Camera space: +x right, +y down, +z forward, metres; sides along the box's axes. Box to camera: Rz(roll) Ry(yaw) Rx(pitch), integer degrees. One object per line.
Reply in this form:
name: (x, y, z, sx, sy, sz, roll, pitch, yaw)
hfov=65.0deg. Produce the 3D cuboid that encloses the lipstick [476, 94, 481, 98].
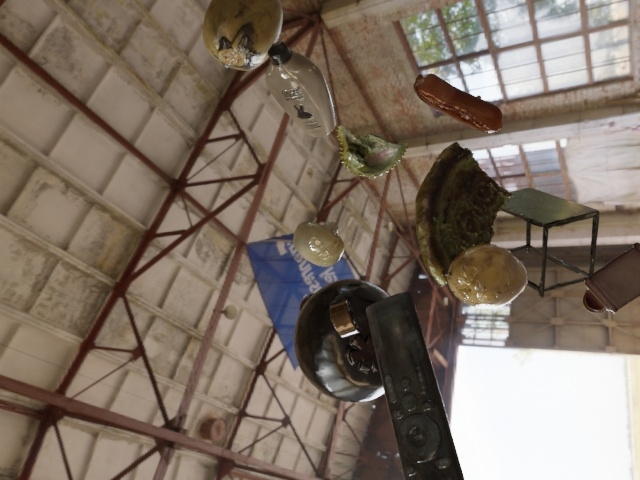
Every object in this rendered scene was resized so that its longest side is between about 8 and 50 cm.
lipstick: (0.556, -0.489, 1.818, 0.094, 0.019, 0.019, -55, -45, -20)

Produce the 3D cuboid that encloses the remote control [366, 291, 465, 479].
remote control: (0.169, 0.281, 0.935, 0.044, 0.107, 0.377, 28, -138, -45)

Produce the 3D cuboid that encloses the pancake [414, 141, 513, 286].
pancake: (0.417, -0.069, 1.499, 0.305, 0.067, 0.426, 26, -101, -13)

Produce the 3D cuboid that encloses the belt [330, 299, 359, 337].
belt: (0.039, 0.130, 0.827, 0.083, 0.036, 0.059, 28, -139, -80)

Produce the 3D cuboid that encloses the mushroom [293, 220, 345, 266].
mushroom: (0.000, 0.000, 1.370, 0.122, 0.154, 0.154, -54, -45, -19)

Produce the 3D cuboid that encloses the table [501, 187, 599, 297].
table: (0.770, -0.004, 1.799, 0.223, 0.335, 0.272, -13, -68, -14)

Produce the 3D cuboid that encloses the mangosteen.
mangosteen: (0.086, 0.310, 1.622, 0.383, 0.435, 0.381, -1, -88, -15)

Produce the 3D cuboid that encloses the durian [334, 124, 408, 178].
durian: (0.172, -0.340, 1.917, 0.307, 0.166, 0.172, 18, -115, -26)

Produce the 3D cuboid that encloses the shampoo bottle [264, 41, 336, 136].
shampoo bottle: (-0.043, -0.324, 1.086, 0.257, 0.127, 0.078, 51, -135, -56)

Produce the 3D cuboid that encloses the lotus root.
lotus root: (-0.180, -0.566, 1.255, 0.183, 0.183, 0.309, 44, -123, -48)

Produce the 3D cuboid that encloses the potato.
potato: (0.408, 0.093, 1.203, 0.235, 0.128, 0.161, 31, -89, -35)

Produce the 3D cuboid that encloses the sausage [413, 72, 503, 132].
sausage: (0.418, -0.414, 1.531, 0.089, 0.300, 0.083, -63, 0, -8)

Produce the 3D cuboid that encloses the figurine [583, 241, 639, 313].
figurine: (0.579, 0.081, 0.975, 0.082, 0.154, 0.098, 56, -158, 20)
